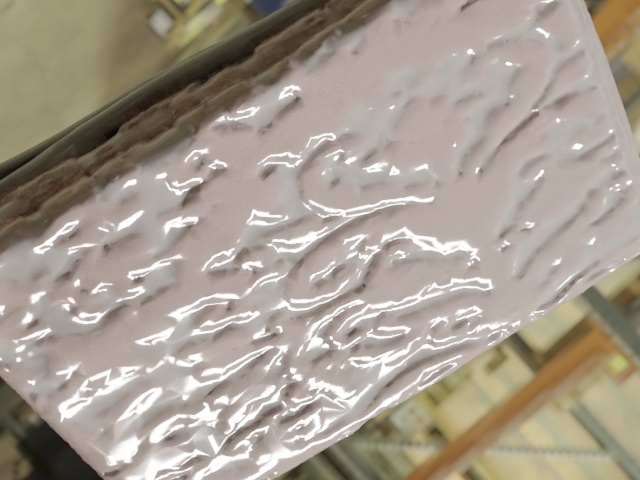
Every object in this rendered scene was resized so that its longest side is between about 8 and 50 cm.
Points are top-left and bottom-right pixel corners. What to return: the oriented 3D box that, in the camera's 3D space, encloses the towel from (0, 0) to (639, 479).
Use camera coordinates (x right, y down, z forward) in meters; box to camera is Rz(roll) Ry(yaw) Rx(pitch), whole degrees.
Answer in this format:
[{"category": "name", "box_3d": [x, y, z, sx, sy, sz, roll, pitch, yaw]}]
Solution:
[{"category": "towel", "box_3d": [0.000, 0.000, 0.954, 0.332, 0.053, 0.317, -30, 144, 1]}]
